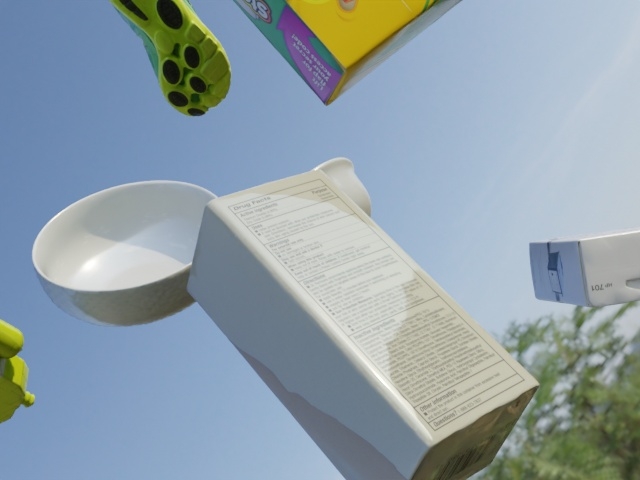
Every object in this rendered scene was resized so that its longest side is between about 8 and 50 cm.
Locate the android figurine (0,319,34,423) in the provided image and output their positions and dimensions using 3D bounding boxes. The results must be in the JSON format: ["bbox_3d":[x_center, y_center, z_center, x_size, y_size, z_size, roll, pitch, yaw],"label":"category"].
[{"bbox_3d":[-0.485,0.162,1.284,0.248,0.056,0.273,-28,-45,23],"label":"android figurine"}]

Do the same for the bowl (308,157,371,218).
[{"bbox_3d":[0.000,0.000,1.880,0.298,0.134,0.298,-43,-17,-16],"label":"bowl"}]

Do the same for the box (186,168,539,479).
[{"bbox_3d":[0.027,0.084,0.929,0.148,0.311,0.121,-19,-37,-37],"label":"box"}]

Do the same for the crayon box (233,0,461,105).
[{"bbox_3d":[0.008,-0.381,1.099,0.313,0.363,0.106,-40,-3,-22],"label":"crayon box"}]

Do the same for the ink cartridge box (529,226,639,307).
[{"bbox_3d":[0.345,0.029,1.214,0.140,0.082,0.191,-8,-2,-5],"label":"ink cartridge box"}]

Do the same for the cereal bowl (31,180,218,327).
[{"bbox_3d":[-0.315,0.039,1.773,0.339,0.339,0.141,-39,-46,-36],"label":"cereal bowl"}]

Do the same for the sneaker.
[{"bbox_3d":[-0.214,-0.304,1.427,0.109,0.123,0.295,-26,-52,3],"label":"sneaker"}]
